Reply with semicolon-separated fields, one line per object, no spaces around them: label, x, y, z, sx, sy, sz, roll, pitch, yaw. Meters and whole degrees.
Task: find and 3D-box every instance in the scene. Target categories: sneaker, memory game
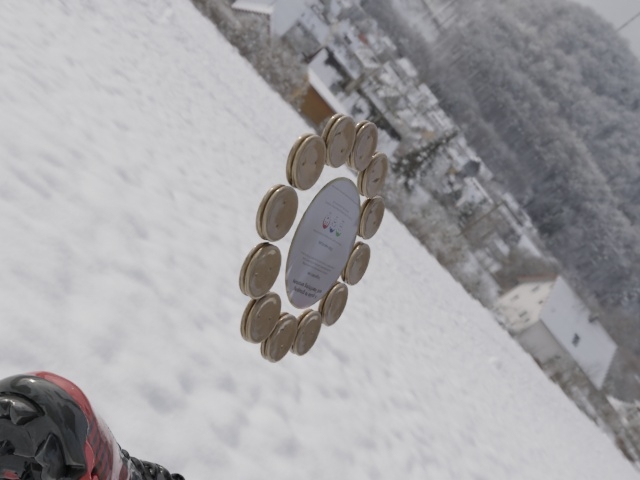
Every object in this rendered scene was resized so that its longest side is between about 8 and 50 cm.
sneaker;-0.151;0.172;0.470;0.135;0.098;0.275;-58;155;-51
memory game;0.000;0.000;0.512;0.012;0.186;0.186;21;0;25
